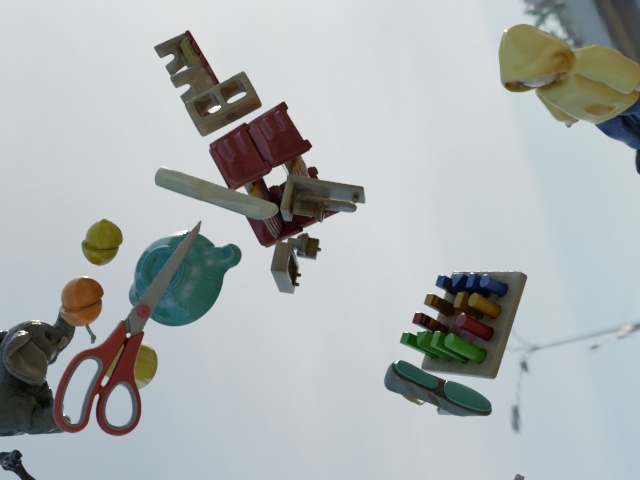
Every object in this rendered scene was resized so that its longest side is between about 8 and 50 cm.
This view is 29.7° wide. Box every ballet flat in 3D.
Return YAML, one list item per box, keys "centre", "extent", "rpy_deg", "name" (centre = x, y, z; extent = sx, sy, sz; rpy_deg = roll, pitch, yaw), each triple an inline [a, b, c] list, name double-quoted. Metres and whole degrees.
- centre: [0.221, 0.294, 2.299]
  extent: [0.072, 0.213, 0.068]
  rpy_deg: [-64, -2, -58]
  name: "ballet flat"

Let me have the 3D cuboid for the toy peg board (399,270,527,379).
- centre: [0.199, 0.109, 1.757]
  extent: [0.079, 0.161, 0.160]
  rpy_deg: [27, -105, -29]
  name: "toy peg board"

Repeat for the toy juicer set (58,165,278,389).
- centre: [-0.221, 0.026, 1.660]
  extent: [0.209, 0.329, 0.089]
  rpy_deg: [42, -177, 25]
  name: "toy juicer set"

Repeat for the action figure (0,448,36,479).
- centre: [-0.473, 0.491, 2.071]
  extent: [0.275, 0.164, 0.141]
  rpy_deg: [52, 168, -27]
  name: "action figure"

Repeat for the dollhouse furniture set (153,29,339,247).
- centre: [-0.129, -0.196, 2.102]
  extent: [0.374, 0.152, 0.201]
  rpy_deg: [60, 178, 34]
  name: "dollhouse furniture set"

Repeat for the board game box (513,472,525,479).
- centre: [0.363, 0.504, 2.309]
  extent: [0.090, 0.020, 0.090]
  rpy_deg: [-55, -24, -29]
  name: "board game box"

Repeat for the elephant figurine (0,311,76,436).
- centre: [-0.506, 0.209, 2.041]
  extent: [0.186, 0.169, 0.239]
  rpy_deg: [43, -136, -79]
  name: "elephant figurine"

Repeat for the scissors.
- centre: [-0.234, 0.098, 1.471]
  extent: [0.109, 0.021, 0.297]
  rpy_deg: [21, -99, -19]
  name: "scissors"

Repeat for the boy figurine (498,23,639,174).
- centre: [0.345, -0.183, 1.512]
  extent: [0.285, 0.177, 0.092]
  rpy_deg: [25, -110, -27]
  name: "boy figurine"

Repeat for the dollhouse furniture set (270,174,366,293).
- centre: [0.000, 0.000, 1.925]
  extent: [0.144, 0.123, 0.151]
  rpy_deg: [74, -154, -69]
  name: "dollhouse furniture set"
